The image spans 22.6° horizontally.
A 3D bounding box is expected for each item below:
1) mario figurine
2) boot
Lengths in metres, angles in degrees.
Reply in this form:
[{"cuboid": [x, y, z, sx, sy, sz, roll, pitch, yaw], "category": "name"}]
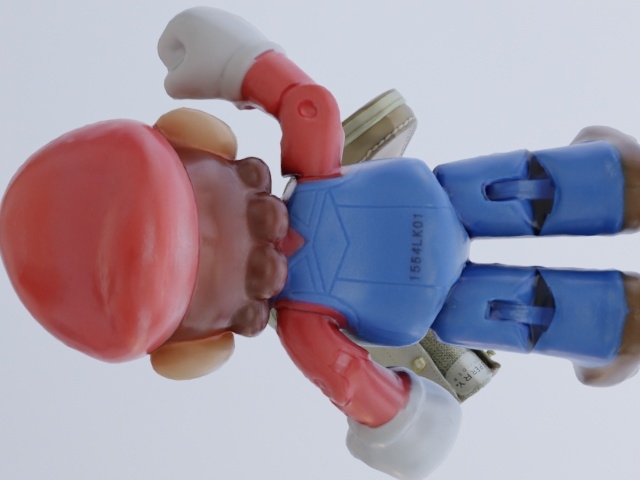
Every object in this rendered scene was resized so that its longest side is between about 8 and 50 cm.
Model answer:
[{"cuboid": [0.000, 0.000, 0.808, 0.170, 0.320, 0.198, 103, -13, -48], "category": "mario figurine"}, {"cuboid": [0.046, 0.025, 0.967, 0.165, 0.077, 0.213, 46, -41, 16], "category": "boot"}]
